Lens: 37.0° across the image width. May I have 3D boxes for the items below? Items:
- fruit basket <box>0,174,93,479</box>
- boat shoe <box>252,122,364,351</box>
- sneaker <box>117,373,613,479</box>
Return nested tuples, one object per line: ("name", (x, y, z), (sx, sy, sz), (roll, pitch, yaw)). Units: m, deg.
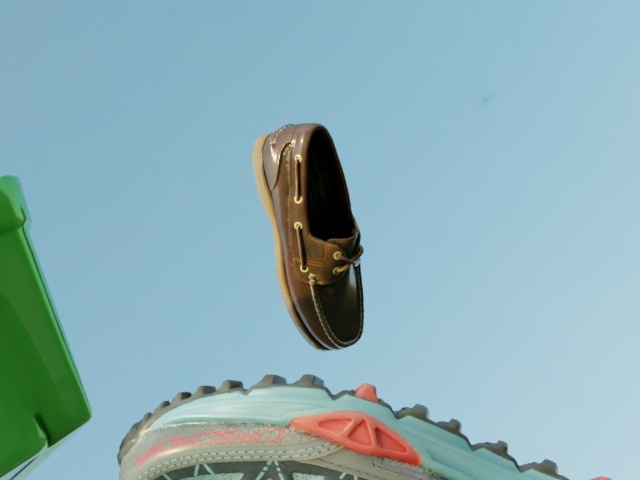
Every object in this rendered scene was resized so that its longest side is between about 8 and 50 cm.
("fruit basket", (-0.383, 0.070, 0.645), (0.283, 0.392, 0.392), (-31, -36, -48))
("boat shoe", (0.000, 0.000, 0.831), (0.073, 0.073, 0.207), (-29, -74, -45))
("sneaker", (0.039, 0.138, 0.361), (0.104, 0.261, 0.125), (104, -176, -57))
